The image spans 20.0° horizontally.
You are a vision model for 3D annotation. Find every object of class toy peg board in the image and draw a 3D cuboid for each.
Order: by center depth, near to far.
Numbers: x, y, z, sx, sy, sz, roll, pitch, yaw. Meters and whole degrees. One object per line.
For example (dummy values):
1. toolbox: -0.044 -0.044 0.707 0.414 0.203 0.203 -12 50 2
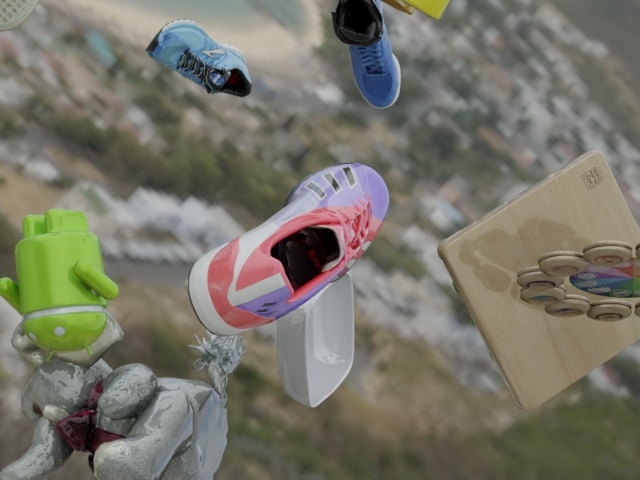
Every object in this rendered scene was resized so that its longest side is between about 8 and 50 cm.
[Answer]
1. toy peg board: 0.186 0.029 1.520 0.161 0.161 0.079 62 -14 -16

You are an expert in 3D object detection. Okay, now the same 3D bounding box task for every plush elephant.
1. plush elephant: -0.251 0.217 2.090 0.271 0.255 0.330 75 26 -46

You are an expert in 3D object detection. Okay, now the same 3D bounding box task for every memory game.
1. memory game: 0.242 0.033 1.393 0.186 0.186 0.012 28 57 -52

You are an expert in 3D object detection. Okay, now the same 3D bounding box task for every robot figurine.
1. robot figurine: -0.200 0.035 1.406 0.067 0.101 0.115 5 76 -56

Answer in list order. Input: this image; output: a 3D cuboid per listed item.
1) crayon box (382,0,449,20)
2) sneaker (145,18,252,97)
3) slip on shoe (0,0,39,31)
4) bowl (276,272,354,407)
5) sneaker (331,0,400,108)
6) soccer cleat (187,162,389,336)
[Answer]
1. crayon box: 0.043 -0.367 1.832 0.319 0.202 0.081 32 4 19
2. sneaker: -0.140 -0.217 2.206 0.162 0.063 0.073 15 31 -44
3. slip on shoe: -0.396 -0.392 2.270 0.123 0.101 0.331 3 59 -14
4. bowl: -0.009 0.113 2.157 0.053 0.142 0.142 9 24 24
5. sneaker: 0.051 -0.216 2.029 0.084 0.058 0.152 -47 131 -69
6. soccer cleat: 0.000 0.000 1.790 0.318 0.116 0.108 -34 104 -51
